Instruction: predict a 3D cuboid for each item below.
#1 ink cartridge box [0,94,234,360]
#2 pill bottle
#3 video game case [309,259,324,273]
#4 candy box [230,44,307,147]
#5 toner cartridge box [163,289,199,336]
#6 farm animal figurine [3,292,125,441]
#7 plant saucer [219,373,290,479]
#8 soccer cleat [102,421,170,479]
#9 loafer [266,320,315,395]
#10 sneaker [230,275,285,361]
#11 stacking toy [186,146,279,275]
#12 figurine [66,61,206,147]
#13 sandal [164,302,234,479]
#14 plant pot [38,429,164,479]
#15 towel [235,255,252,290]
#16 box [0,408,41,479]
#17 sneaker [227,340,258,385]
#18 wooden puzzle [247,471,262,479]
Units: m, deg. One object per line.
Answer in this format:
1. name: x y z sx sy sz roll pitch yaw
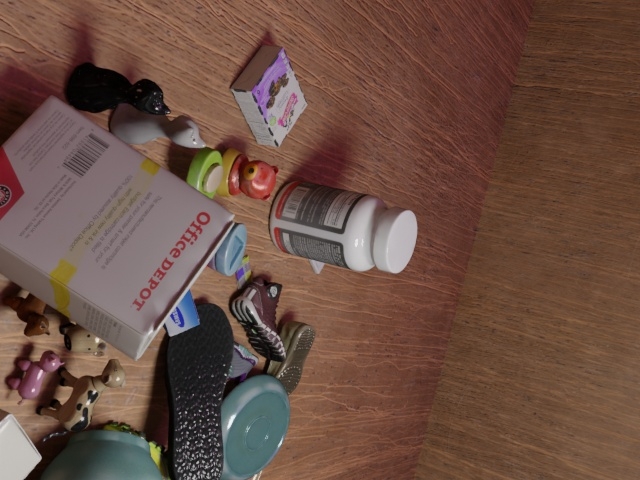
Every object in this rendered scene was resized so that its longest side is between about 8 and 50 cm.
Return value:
1. ink cartridge box: -0.387 -0.018 1.363 0.279 0.385 0.160 -58 -177 -30
2. pill bottle: 0.061 -0.032 2.147 0.210 0.363 0.210 -32 129 -51
3. video game case: 0.000 0.000 2.402 0.143 0.019 0.157 -58 145 -29
4. candy box: -0.125 -0.361 1.988 0.164 0.070 0.196 -60 146 -27
5. toner cartridge box: -0.352 0.018 1.657 0.075 0.165 0.347 -23 126 -18
6. farm animal figurine: -0.451 0.192 1.564 0.327 0.172 0.330 -43 137 -44
7. plant saucer: -0.185 0.527 2.188 0.318 0.044 0.317 -23 121 -45
8. soccer cleat: -0.422 0.513 1.831 0.121 0.093 0.289 -54 143 -17
9. loafer: -0.102 0.350 2.305 0.102 0.092 0.268 18 102 -45
10. sneaker: -0.135 0.205 2.178 0.162 0.106 0.281 -60 146 -31
11. stacking toy: -0.214 -0.067 1.834 0.279 0.130 0.308 22 83 -77
12. figurine: -0.343 -0.247 1.528 0.215 0.209 0.092 44 64 -57
13. sandal: -0.310 0.370 1.903 0.168 0.107 0.445 12 70 -27
14. plant pot: -0.449 0.511 1.633 0.293 0.293 0.196 57 28 -52
15. towel: -0.204 0.087 2.102 0.060 0.009 0.083 -40 135 -45
16. box: -0.607 0.341 1.299 0.148 0.232 0.126 -51 141 -36
17. sneaker: -0.237 0.317 2.074 0.098 0.083 0.223 -62 148 -14
18. wooden puzzle: -0.224 0.586 2.250 0.239 0.044 0.221 38 70 -53
